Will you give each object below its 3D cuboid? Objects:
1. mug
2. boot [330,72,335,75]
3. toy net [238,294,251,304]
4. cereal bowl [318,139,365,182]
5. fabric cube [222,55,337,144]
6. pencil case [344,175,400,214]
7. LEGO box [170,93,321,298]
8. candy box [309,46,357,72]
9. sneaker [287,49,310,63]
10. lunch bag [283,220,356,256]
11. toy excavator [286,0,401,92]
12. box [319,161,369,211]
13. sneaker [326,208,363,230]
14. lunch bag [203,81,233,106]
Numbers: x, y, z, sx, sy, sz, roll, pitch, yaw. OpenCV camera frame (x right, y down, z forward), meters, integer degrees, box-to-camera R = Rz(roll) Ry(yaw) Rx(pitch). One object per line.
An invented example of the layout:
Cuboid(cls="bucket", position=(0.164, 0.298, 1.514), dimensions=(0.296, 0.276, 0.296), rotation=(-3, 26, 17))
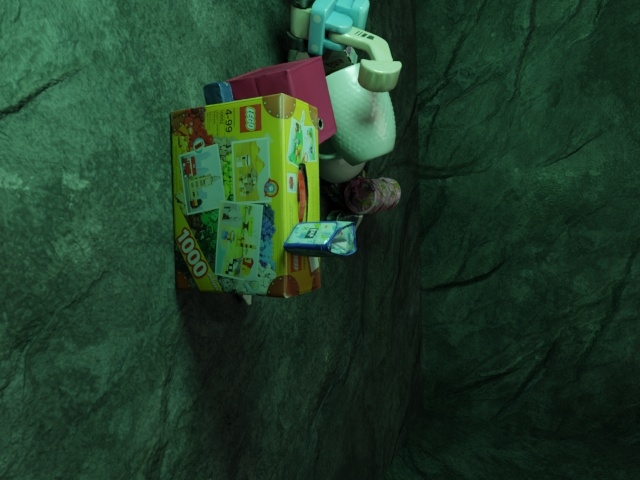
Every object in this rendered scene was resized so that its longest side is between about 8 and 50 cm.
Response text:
Cuboid(cls="mug", position=(0.096, -0.447, 1.760), dimensions=(0.276, 0.375, 0.327), rotation=(-50, 120, -73))
Cuboid(cls="boot", position=(0.103, -0.700, 2.215), dimensions=(0.206, 0.090, 0.248), rotation=(64, 34, -61))
Cuboid(cls="toy net", position=(-0.266, 0.103, 1.537), dimensions=(0.122, 0.045, 0.232), rotation=(-69, 154, -67))
Cuboid(cls="cereal bowl", position=(0.086, -0.422, 1.970), dimensions=(0.339, 0.141, 0.338), rotation=(9, 77, -39))
Cuboid(cls="fabric cube", position=(-0.124, -0.447, 1.558), dimensions=(0.254, 0.259, 0.258), rotation=(-48, 131, -51))
Cuboid(cls="pencil case", position=(0.256, -0.218, 2.202), dimensions=(0.386, 0.160, 0.167), rotation=(-13, 135, -61))
Cuboid(cls="LEGO box", position=(-0.206, -0.111, 1.283), dimensions=(0.193, 0.373, 0.499), rotation=(-7, 96, -62))
Cuboid(cls="candy box", position=(0.042, -0.815, 1.980), dimensions=(0.233, 0.159, 0.071), rotation=(26, 69, -60))
Cuboid(cls="sneaker", position=(-0.101, -0.679, 1.804), dimensions=(0.115, 0.091, 0.232), rotation=(59, 31, -35))
Cuboid(cls="lunch bag", position=(0.000, 0.000, 1.140), dimensions=(0.151, 0.129, 0.096), rotation=(-24, 110, -57))
Cuboid(cls="toy excavator", position=(0.093, -0.714, 1.569), dimensions=(0.222, 0.446, 0.432), rotation=(98, 14, -55))
Cuboid(cls="box", position=(0.120, -0.351, 2.210), dimensions=(0.318, 0.097, 0.394), rotation=(40, 56, -52))
Cuboid(cls="sneaker", position=(0.087, -0.047, 2.173), dimensions=(0.164, 0.086, 0.226), rotation=(3, 117, -38))
Cuboid(cls="lunch bag", position=(-0.305, -0.433, 1.415), dimensions=(0.065, 0.067, 0.098), rotation=(-36, 123, -57))
